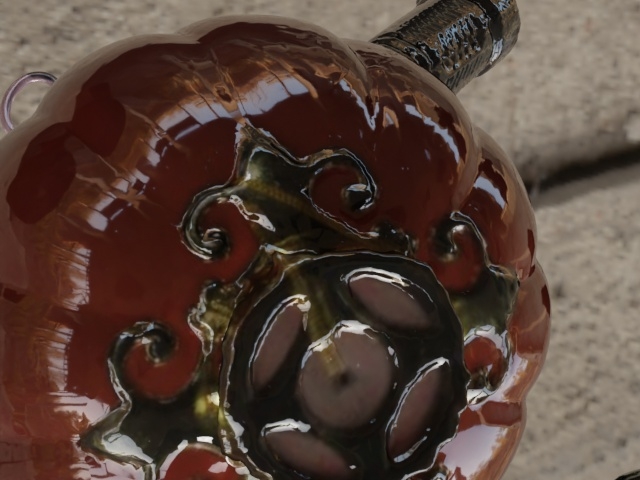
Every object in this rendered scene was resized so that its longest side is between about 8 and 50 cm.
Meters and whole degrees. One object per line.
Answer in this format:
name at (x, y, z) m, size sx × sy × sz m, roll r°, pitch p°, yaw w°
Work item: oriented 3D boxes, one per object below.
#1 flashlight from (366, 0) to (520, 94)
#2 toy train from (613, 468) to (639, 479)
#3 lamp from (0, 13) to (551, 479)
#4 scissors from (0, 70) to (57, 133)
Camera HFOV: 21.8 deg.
flashlight at (0.049, -0.097, 1.013) m, size 0.232 × 0.093 × 0.093 m, roll -38°, pitch 124°, yaw -49°
toy train at (0.148, 0.156, 0.573) m, size 0.105 × 0.071 × 0.178 m, roll -21°, pitch 96°, yaw -34°
lamp at (-0.034, 0.041, 0.808) m, size 0.303 × 0.257 × 0.303 m, roll -4°, pitch 100°, yaw -23°
scissors at (-0.173, -0.030, 1.021) m, size 0.085 × 0.022 × 0.176 m, roll 16°, pitch 57°, yaw -3°
